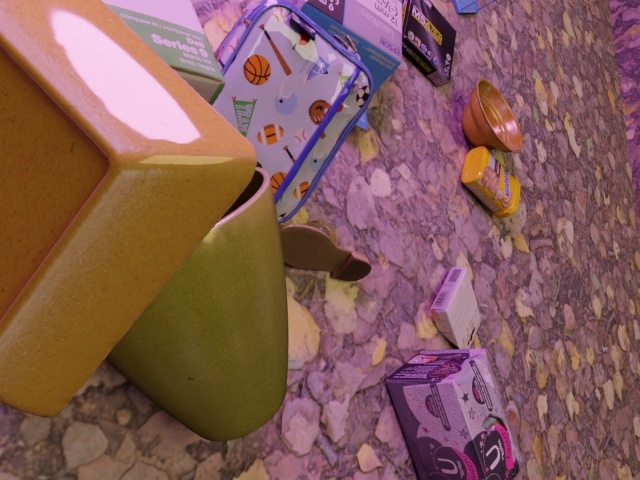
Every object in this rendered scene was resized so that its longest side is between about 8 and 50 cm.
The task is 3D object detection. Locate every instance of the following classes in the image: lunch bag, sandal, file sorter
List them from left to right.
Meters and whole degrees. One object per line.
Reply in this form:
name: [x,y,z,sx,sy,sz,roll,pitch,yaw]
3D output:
lunch bag: [-0.065,-0.190,0.756,0.243,0.115,0.303,32,96,-30]
sandal: [-0.005,0.004,0.894,0.240,0.088,0.079,26,32,-43]
file sorter: [0.439,-0.762,1.440,0.118,0.105,0.170,-25,97,-43]

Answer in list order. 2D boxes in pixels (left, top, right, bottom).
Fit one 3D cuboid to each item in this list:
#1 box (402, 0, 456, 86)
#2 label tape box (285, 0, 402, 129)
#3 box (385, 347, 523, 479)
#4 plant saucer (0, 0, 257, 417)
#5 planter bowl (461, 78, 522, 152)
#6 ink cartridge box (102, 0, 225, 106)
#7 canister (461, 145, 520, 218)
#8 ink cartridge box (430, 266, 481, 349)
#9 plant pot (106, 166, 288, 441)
box: [0.270,-0.520,1.271,0.191,0.045,0.184,31,63,-34]
label tape box: [0.041,-0.426,0.969,0.249,0.115,0.347,16,68,-37]
box: [0.261,0.354,0.969,0.142,0.163,0.247,-24,96,-44]
plant saucer: [-0.275,-0.055,0.415,0.333,0.333,0.081,45,16,9]
planter bowl: [0.442,-0.312,1.333,0.217,0.090,0.217,25,52,-37]
ink cartridge box: [-0.244,-0.224,0.568,0.122,0.211,0.289,-3,61,-43]
canister: [0.454,-0.155,1.329,0.170,0.073,0.126,35,58,-29]
ink cartridge box: [0.320,0.173,1.164,0.145,0.045,0.179,-52,132,-37]
plant pot: [-0.148,0.095,0.624,0.275,0.275,0.293,-40,122,-40]
